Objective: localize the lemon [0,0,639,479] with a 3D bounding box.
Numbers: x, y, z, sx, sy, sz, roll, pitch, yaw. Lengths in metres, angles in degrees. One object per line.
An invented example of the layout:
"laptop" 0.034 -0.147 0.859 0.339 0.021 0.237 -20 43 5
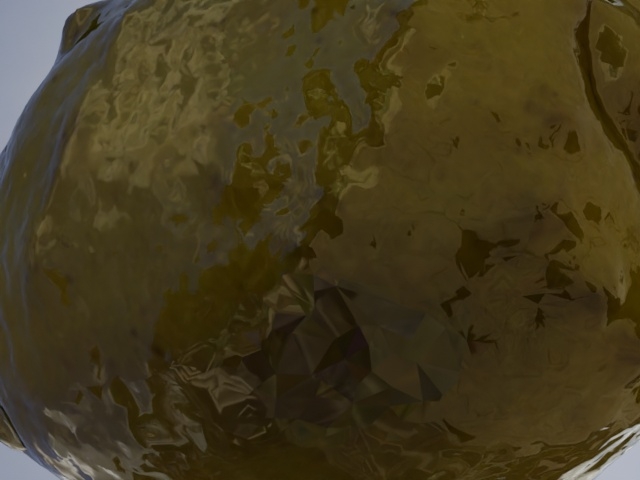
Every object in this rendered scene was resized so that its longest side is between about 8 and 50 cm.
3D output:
"lemon" 0.007 -0.003 0.687 0.285 0.316 0.286 5 -99 -35
